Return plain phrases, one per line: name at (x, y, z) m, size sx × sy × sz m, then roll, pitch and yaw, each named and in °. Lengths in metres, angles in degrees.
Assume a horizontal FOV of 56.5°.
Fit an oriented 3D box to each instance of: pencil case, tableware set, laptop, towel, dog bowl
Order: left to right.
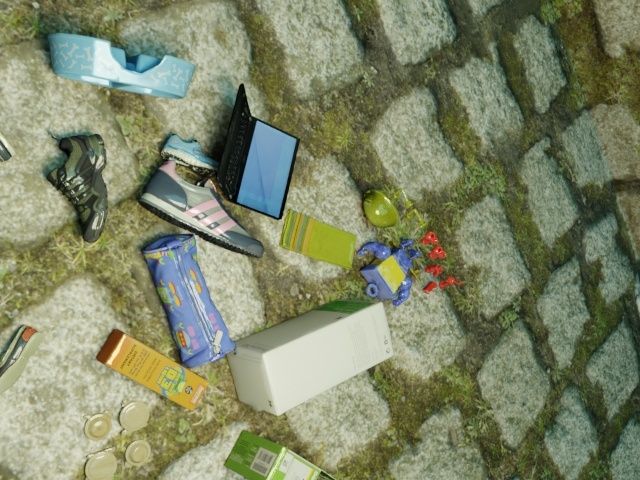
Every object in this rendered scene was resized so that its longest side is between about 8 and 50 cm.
tableware set at (-0.430, 0.425, 1.265) m, size 0.141 × 0.020 × 0.168 m, roll -4°, pitch 91°, yaw -34°
dog bowl at (-0.408, -0.354, 1.235) m, size 0.297 × 0.166 × 0.074 m, roll 3°, pitch 97°, yaw -36°
pencil case at (-0.287, 0.134, 1.312) m, size 0.119 × 0.133 × 0.306 m, roll -25°, pitch 101°, yaw -32°
laptop at (-0.141, -0.201, 1.425) m, size 0.136 × 0.264 × 0.234 m, roll 11°, pitch 77°, yaw 2°
towel at (0.000, 0.000, 1.594) m, size 0.237 × 0.021 × 0.102 m, roll 20°, pitch 77°, yaw -34°

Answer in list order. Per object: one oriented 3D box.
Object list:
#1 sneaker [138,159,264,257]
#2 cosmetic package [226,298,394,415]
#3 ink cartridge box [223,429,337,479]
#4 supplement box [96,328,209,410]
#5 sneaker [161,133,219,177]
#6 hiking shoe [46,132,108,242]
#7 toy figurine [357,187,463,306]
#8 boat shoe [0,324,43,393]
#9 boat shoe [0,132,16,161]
sneaker at (-0.245, -0.067, 1.363) m, size 0.319 × 0.112 × 0.131 m, roll 31°, pitch 73°, yaw -32°
cosmetic package at (-0.022, 0.273, 1.461) m, size 0.365 × 0.197 × 0.155 m, roll -17°, pitch 98°, yaw -37°
ink cartridge box at (-0.071, 0.565, 1.414) m, size 0.255 × 0.189 × 0.097 m, roll 42°, pitch 64°, yaw -27°
supplement box at (-0.358, 0.281, 1.288) m, size 0.233 × 0.080 × 0.078 m, roll 39°, pitch 69°, yaw -31°
sneaker at (-0.282, -0.198, 1.374) m, size 0.162 × 0.063 × 0.073 m, roll 23°, pitch 68°, yaw -36°
hiking shoe at (-0.496, -0.106, 1.214) m, size 0.114 × 0.086 × 0.227 m, roll -1°, pitch 83°, yaw -22°
toy figurine at (0.196, 0.060, 1.640) m, size 0.217 × 0.191 × 0.362 m, roll -43°, pitch 111°, yaw -24°
boat shoe at (-0.591, 0.228, 1.144) m, size 0.043 × 0.049 × 0.137 m, roll 24°, pitch 71°, yaw 12°
boat shoe at (-0.674, -0.226, 1.070) m, size 0.254 × 0.095 × 0.079 m, roll 46°, pitch 62°, yaw -24°
